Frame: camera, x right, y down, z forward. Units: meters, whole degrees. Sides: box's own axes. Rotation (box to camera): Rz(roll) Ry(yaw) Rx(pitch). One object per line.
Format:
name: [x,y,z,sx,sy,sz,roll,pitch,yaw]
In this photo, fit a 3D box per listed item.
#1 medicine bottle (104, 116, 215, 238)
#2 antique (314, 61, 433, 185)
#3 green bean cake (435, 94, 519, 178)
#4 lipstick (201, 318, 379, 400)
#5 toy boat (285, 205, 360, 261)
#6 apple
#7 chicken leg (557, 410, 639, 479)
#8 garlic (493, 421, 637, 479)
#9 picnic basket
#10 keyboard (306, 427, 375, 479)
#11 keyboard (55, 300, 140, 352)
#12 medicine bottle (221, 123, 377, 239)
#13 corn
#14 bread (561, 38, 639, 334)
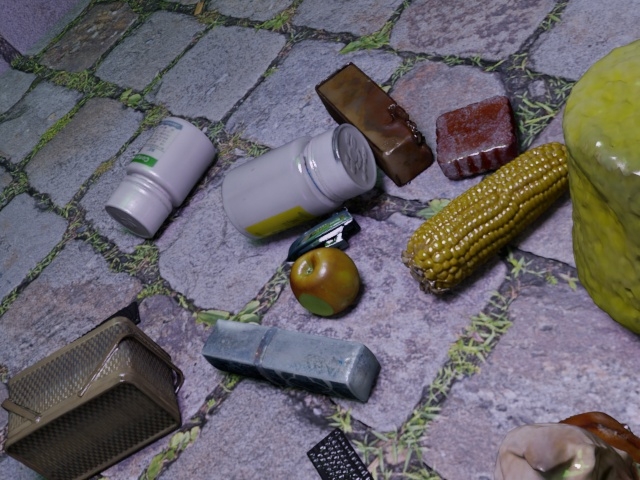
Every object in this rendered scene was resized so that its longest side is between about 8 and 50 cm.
medicine bottle: [-0.334,-0.130,1.601,0.139,0.139,0.237,13,63,40]
antique: [0.099,-0.223,1.434,0.093,0.087,0.310,-35,42,0]
green bean cake: [0.265,-0.172,1.301,0.135,0.056,0.136,-13,47,22]
lipstick: [-0.049,0.181,1.182,0.289,0.077,0.076,3,55,34]
toy boat: [0.000,0.000,1.325,0.141,0.055,0.060,-29,65,7]
apple: [0.006,0.061,1.233,0.114,0.102,0.099,3,57,36]
chicken leg: [0.380,0.261,0.830,0.304,0.093,0.113,10,48,34]
garlic: [0.294,0.315,0.712,0.286,0.249,0.313,-16,81,50]
picnic basket: [-0.369,0.264,1.255,0.266,0.165,0.139,-30,42,7]
keyboard: [0.049,0.339,1.025,0.061,0.013,0.204,-39,42,-2]
keyboard: [-0.431,0.185,1.476,0.195,0.018,0.060,-33,40,4]
medicine bottle: [-0.039,-0.103,1.349,0.258,0.143,0.143,-22,43,32]
corn: [0.256,-0.041,1.157,0.305,0.106,0.106,-39,42,-3]
bread: [0.450,-0.072,0.906,0.348,0.308,0.348,-21,41,20]
